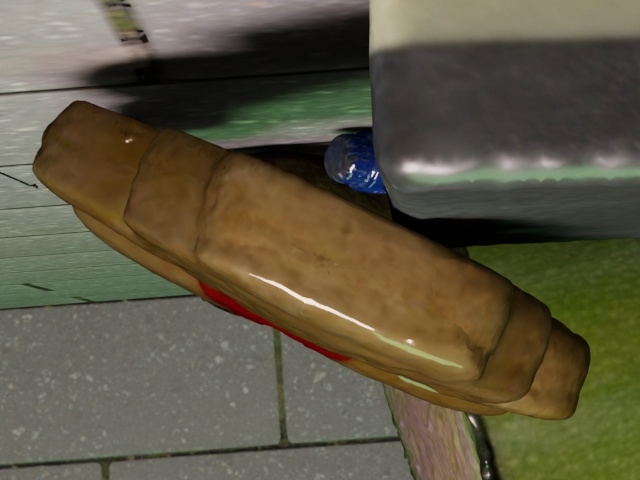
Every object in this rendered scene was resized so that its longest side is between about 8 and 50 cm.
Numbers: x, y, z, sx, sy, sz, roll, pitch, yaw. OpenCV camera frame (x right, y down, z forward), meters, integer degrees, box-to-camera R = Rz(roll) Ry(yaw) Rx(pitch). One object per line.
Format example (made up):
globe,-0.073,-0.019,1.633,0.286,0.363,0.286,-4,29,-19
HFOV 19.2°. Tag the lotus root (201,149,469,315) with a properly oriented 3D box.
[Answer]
lotus root,0.000,0.000,0.894,0.179,0.080,0.089,5,-178,-44

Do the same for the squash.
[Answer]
squash,0.213,0.081,1.300,0.309,0.310,0.310,-18,179,-9

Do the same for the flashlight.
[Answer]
flashlight,0.051,-0.033,0.854,0.121,0.057,0.035,6,-151,-39

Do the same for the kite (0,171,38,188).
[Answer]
kite,-0.128,-0.032,0.603,0.078,0.002,0.044,26,-172,0

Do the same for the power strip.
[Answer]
power strip,0.068,-0.037,0.528,0.105,0.070,0.256,-1,176,2

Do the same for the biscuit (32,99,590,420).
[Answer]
biscuit,-0.017,0.005,0.637,0.183,0.047,0.320,29,178,-30
